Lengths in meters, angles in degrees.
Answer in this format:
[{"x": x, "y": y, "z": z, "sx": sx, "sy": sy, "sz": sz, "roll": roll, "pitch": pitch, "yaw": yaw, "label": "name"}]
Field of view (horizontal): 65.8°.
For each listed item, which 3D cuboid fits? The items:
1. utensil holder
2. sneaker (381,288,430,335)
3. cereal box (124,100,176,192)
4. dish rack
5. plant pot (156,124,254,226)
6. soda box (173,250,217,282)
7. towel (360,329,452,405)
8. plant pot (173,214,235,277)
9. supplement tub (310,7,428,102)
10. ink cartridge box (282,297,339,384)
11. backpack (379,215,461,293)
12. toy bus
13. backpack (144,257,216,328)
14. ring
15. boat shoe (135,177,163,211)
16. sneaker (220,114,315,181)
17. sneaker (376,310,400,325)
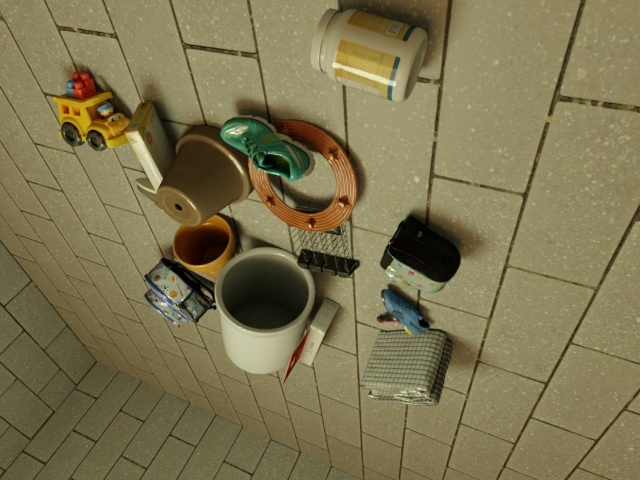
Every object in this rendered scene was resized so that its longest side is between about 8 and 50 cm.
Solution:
[{"x": -0.203, "y": 0.262, "z": 1.757, "sx": 0.328, "sy": 0.327, "sz": 0.385, "roll": 25, "pitch": 145, "yaw": 8, "label": "utensil holder"}, {"x": 0.276, "y": 0.222, "z": 1.594, "sx": 0.082, "sy": 0.069, "sz": 0.209, "roll": -25, "pitch": 117, "yaw": 35, "label": "sneaker"}, {"x": -0.492, "y": -0.269, "z": 1.478, "sx": 0.048, "sy": 0.172, "sz": 0.240, "roll": -9, "pitch": 132, "yaw": 6, "label": "cereal box"}, {"x": 0.000, "y": 0.000, "z": 1.527, "sx": 0.209, "sy": 0.074, "sz": 0.271, "roll": 10, "pitch": 136, "yaw": 24, "label": "dish rack"}, {"x": -0.352, "y": -0.165, "z": 1.451, "sx": 0.263, "sy": 0.229, "sz": 0.263, "roll": 19, "pitch": 142, "yaw": 16, "label": "plant pot"}, {"x": -0.433, "y": 0.089, "z": 1.912, "sx": 0.264, "sy": 0.083, "sz": 0.092, "roll": 25, "pitch": 143, "yaw": 7, "label": "soda box"}, {"x": 0.294, "y": 0.433, "z": 1.678, "sx": 0.284, "sy": 0.234, "sz": 0.121, "roll": -14, "pitch": 130, "yaw": 44, "label": "towel"}, {"x": -0.389, "y": 0.037, "z": 1.751, "sx": 0.205, "sy": 0.205, "sz": 0.188, "roll": 19, "pitch": 157, "yaw": 17, "label": "plant pot"}, {"x": 0.096, "y": -0.369, "z": 0.978, "sx": 0.200, "sy": 0.144, "sz": 0.144, "roll": 22, "pitch": 142, "yaw": 12, "label": "supplement tub"}, {"x": -0.038, "y": 0.391, "z": 1.833, "sx": 0.066, "sy": 0.261, "sz": 0.296, "roll": 27, "pitch": 143, "yaw": 8, "label": "ink cartridge box"}, {"x": 0.269, "y": 0.052, "z": 1.317, "sx": 0.189, "sy": 0.165, "sz": 0.144, "roll": 27, "pitch": 144, "yaw": 12, "label": "backpack"}, {"x": -0.692, "y": -0.400, "z": 1.512, "sx": 0.221, "sy": 0.149, "sz": 0.211, "roll": 15, "pitch": 124, "yaw": 18, "label": "toy bus"}, {"x": -0.588, "y": 0.205, "z": 1.995, "sx": 0.277, "sy": 0.213, "sz": 0.263, "roll": 13, "pitch": 142, "yaw": 57, "label": "backpack"}, {"x": -0.058, "y": -0.164, "z": 1.355, "sx": 0.337, "sy": 0.032, "sz": 0.336, "roll": 17, "pitch": 128, "yaw": 22, "label": "ring"}, {"x": -0.510, "y": -0.138, "z": 1.648, "sx": 0.305, "sy": 0.109, "sz": 0.091, "roll": 22, "pitch": 119, "yaw": 30, "label": "boat shoe"}, {"x": -0.146, "y": -0.236, "z": 1.263, "sx": 0.276, "sy": 0.110, "sz": 0.107, "roll": 28, "pitch": 131, "yaw": 15, "label": "sneaker"}, {"x": 0.234, "y": 0.257, "z": 1.683, "sx": 0.119, "sy": 0.047, "sz": 0.057, "roll": -10, "pitch": 92, "yaw": 54, "label": "sneaker"}]
